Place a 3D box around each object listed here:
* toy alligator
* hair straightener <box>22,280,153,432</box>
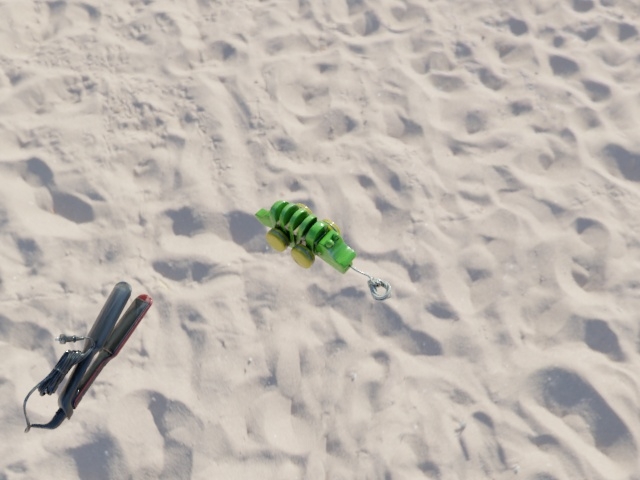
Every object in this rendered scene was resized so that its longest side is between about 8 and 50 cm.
[{"bbox_3d":[0.000,0.000,0.622,0.189,0.051,0.056,31,60,24],"label":"toy alligator"},{"bbox_3d":[-0.325,0.151,0.759,0.047,0.089,0.230,21,70,44],"label":"hair straightener"}]
